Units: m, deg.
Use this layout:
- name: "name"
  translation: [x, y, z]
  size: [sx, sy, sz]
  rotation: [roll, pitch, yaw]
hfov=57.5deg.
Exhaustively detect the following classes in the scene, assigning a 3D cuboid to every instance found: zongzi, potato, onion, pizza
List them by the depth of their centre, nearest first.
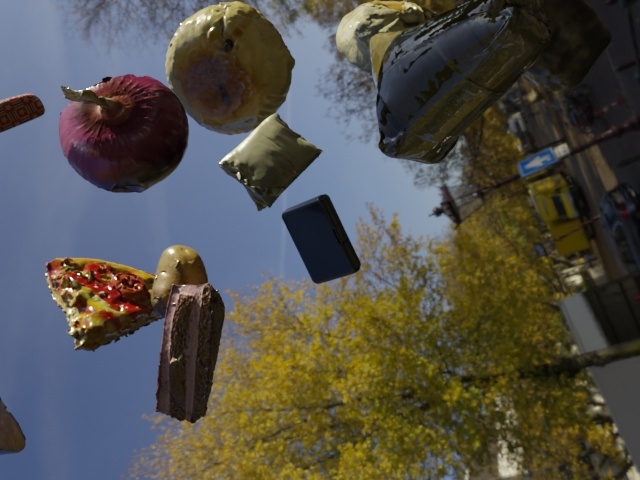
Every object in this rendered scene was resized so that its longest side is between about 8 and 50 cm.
- name: "zongzi"
  translation: [0.170, -0.294, 0.836]
  size: [0.145, 0.274, 0.299]
  rotation: [11, -128, -30]
- name: "onion"
  translation: [-0.327, -0.172, 1.000]
  size: [0.207, 0.201, 0.200]
  rotation: [-26, -86, -39]
- name: "potato"
  translation: [-0.331, 0.102, 1.379]
  size: [0.137, 0.137, 0.175]
  rotation: [36, -115, -57]
- name: "pizza"
  translation: [-0.597, 0.176, 1.677]
  size: [0.440, 0.130, 0.406]
  rotation: [14, -158, -13]

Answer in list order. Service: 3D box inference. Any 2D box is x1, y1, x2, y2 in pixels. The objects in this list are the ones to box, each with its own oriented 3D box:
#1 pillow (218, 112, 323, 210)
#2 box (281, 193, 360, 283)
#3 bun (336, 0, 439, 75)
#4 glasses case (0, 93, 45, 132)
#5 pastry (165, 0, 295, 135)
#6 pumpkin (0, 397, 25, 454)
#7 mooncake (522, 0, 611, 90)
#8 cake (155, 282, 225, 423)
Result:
- name: "pillow"
  translation: [-0.094, -0.159, 1.144]
  size: [0.134, 0.078, 0.181]
  rotation: [43, -115, 0]
- name: "box"
  translation: [0.000, 0.000, 1.592]
  size: [0.050, 0.160, 0.230]
  rotation: [-36, -77, -53]
- name: "bun"
  translation: [0.176, -0.460, 1.309]
  size: [0.287, 0.288, 0.146]
  rotation: [-84, 10, -53]
- name: "glasses case"
  translation: [-0.831, -0.331, 1.535]
  size: [0.049, 0.195, 0.073]
  rotation: [31, 144, 46]
- name: "pastry"
  translation: [-0.266, -0.518, 1.756]
  size: [0.388, 0.389, 0.312]
  rotation: [61, -161, -19]
- name: "pumpkin"
  translation: [-0.389, 0.113, 0.478]
  size: [0.278, 0.163, 0.111]
  rotation: [66, 161, -13]
- name: "mooncake"
  translation: [0.425, -0.423, 1.174]
  size: [0.290, 0.161, 0.290]
  rotation: [32, -160, -13]
- name: "cake"
  translation: [-0.275, 0.234, 1.248]
  size: [0.113, 0.116, 0.295]
  rotation: [36, -118, -79]
